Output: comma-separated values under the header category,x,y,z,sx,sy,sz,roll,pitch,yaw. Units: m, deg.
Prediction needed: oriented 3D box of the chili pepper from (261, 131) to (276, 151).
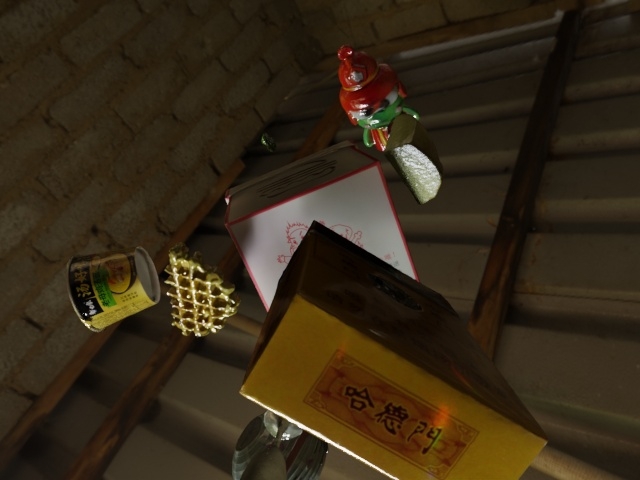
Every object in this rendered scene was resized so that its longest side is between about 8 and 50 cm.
category,x,y,z,sx,sy,sz,roll,pitch,yaw
chili pepper,-0.122,-0.235,1.129,0.030,0.034,0.091,2,-158,-16

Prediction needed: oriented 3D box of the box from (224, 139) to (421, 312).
category,x,y,z,sx,sy,sz,roll,pitch,yaw
box,0.000,0.000,1.005,0.314,0.312,0.300,-23,-160,-1

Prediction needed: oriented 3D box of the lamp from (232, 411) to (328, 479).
category,x,y,z,sx,sy,sz,roll,pitch,yaw
lamp,-0.098,0.558,1.239,0.233,0.233,0.265,13,-118,46

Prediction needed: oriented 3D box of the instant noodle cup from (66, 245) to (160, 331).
category,x,y,z,sx,sy,sz,roll,pitch,yaw
instant noodle cup,-0.379,0.079,0.892,0.122,0.151,0.151,-20,-143,-2

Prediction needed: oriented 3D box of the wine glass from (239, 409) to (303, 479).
category,x,y,z,sx,sy,sz,roll,pitch,yaw
wine glass,-0.068,0.293,0.633,0.066,0.066,0.198,-27,-174,11

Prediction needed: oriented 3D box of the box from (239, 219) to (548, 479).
category,x,y,z,sx,sy,sz,roll,pitch,yaw
box,0.066,0.111,0.610,0.115,0.264,0.415,-60,-177,11

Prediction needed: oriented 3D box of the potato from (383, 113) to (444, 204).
category,x,y,z,sx,sy,sz,roll,pitch,yaw
potato,0.194,-0.163,0.900,0.081,0.149,0.120,-13,-137,38

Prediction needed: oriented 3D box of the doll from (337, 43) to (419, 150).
category,x,y,z,sx,sy,sz,roll,pitch,yaw
doll,0.151,-0.411,1.368,0.183,0.363,0.160,-23,-131,21

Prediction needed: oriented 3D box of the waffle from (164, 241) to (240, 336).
category,x,y,z,sx,sy,sz,roll,pitch,yaw
waffle,-0.221,0.094,0.815,0.192,0.160,0.046,-36,-158,37
